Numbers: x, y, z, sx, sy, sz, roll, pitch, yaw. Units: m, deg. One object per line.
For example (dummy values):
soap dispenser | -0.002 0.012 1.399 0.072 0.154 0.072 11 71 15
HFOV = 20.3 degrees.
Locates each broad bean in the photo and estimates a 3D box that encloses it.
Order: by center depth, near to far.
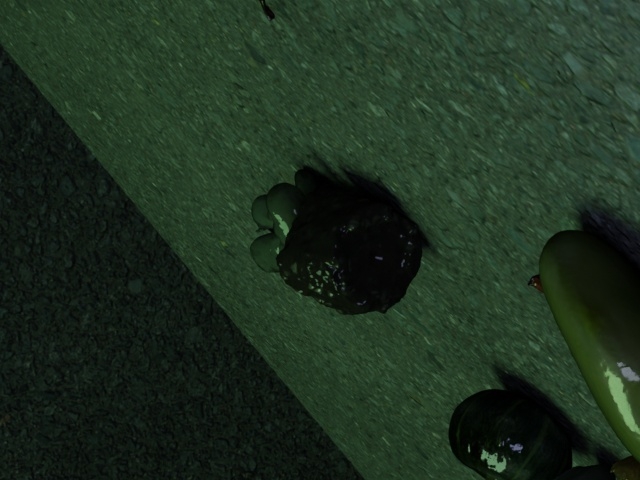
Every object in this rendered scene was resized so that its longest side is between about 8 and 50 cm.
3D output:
broad bean | 0.282 0.104 1.617 0.263 0.121 0.189 49 -165 22

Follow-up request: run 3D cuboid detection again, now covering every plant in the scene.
plant | -0.001 0.002 2.176 0.149 0.146 0.274 49 167 -29

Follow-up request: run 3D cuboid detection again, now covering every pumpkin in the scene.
pumpkin | 0.242 0.262 2.280 0.167 0.125 0.167 48 167 15

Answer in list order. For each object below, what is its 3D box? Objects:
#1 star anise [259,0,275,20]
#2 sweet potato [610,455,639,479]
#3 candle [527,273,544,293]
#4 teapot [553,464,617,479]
star anise | -0.115 -0.291 1.818 0.191 0.070 0.097 51 -167 -30
sweet potato | 0.443 0.324 1.914 0.341 0.092 0.114 22 137 59
candle | 0.282 0.079 1.815 0.167 0.021 0.026 34 -170 35
teapot | 0.378 0.377 2.183 0.225 0.171 0.203 30 131 30
